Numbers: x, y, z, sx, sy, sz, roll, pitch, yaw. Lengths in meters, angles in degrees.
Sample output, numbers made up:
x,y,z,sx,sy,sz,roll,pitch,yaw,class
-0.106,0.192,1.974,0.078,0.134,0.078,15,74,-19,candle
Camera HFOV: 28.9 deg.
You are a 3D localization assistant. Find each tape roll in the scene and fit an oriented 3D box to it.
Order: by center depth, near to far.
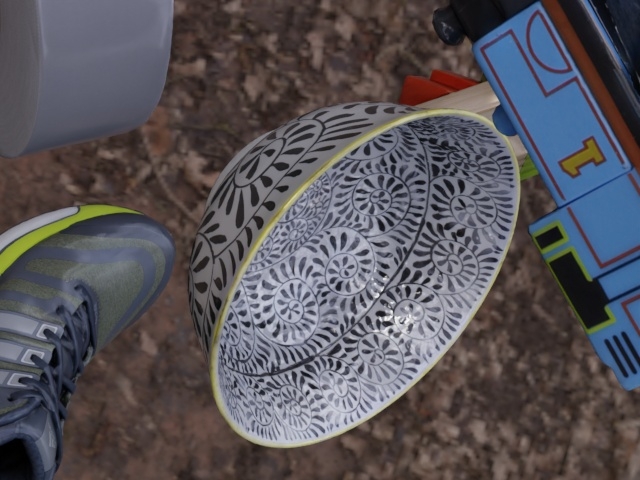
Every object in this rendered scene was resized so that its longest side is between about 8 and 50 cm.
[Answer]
x,y,z,sx,sy,sz,roll,pitch,yaw,class
-0.158,-0.157,0.660,0.072,0.219,0.219,-16,112,-29,tape roll

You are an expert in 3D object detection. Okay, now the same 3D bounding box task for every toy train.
x,y,z,sx,sy,sz,roll,pitch,yaw,class
0.104,-0.047,0.394,0.080,0.105,0.184,-26,86,-57,toy train

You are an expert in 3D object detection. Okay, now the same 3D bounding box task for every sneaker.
x,y,z,sx,sy,sz,roll,pitch,yaw,class
-0.177,0.088,0.708,0.300,0.121,0.111,-45,139,-34,sneaker

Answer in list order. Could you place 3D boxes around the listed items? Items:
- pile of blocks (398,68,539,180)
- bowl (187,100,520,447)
x,y,z,sx,sy,sz,roll,pitch,yaw,class
0.201,-0.137,0.898,0.149,0.362,0.113,9,58,-66,pile of blocks
0.000,0.000,0.545,0.170,0.080,0.170,-29,140,-27,bowl
